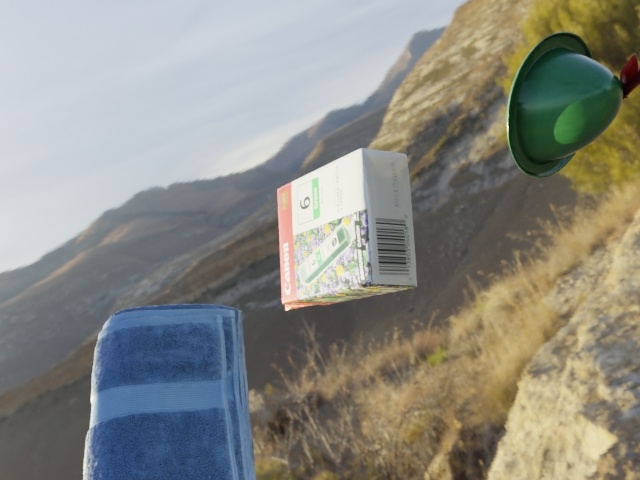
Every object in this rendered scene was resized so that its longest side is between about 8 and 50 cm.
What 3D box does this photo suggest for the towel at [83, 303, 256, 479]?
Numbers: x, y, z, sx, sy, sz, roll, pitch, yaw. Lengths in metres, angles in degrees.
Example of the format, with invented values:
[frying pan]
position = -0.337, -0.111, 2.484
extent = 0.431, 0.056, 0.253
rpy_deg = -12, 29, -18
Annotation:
[towel]
position = -0.062, 0.077, 0.312
extent = 0.067, 0.119, 0.029
rpy_deg = 0, -43, -11

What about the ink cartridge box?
[ink cartridge box]
position = 0.000, 0.000, 0.381
extent = 0.029, 0.063, 0.115
rpy_deg = 4, -13, -34

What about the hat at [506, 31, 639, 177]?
[hat]
position = 0.339, -0.151, 0.872
extent = 0.173, 0.208, 0.183
rpy_deg = -36, 37, -23
